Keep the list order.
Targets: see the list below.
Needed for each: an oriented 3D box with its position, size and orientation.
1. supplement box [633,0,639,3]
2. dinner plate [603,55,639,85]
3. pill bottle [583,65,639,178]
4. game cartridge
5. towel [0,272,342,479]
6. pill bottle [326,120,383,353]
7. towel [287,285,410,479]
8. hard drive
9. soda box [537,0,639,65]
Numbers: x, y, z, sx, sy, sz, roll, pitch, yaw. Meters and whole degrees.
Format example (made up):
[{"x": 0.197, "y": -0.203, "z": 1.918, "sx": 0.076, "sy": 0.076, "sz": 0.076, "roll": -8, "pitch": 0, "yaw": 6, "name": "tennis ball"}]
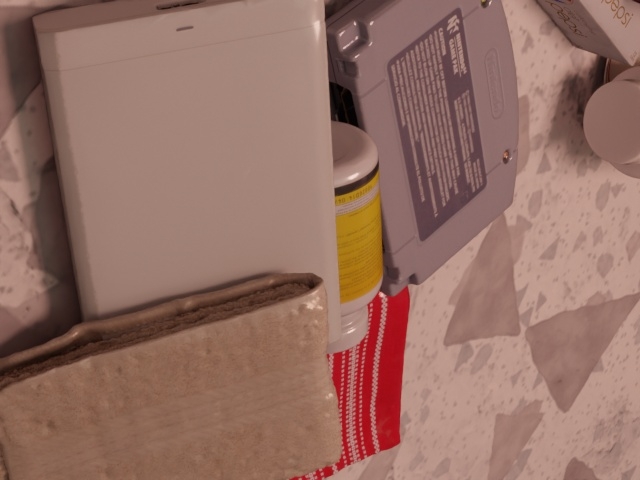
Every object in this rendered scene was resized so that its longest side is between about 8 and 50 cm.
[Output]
[{"x": 0.371, "y": -0.300, "z": 1.446, "sx": 0.104, "sy": 0.081, "sz": 0.188, "roll": -8, "pitch": 118, "yaw": -53, "name": "supplement box"}, {"x": 0.338, "y": -0.196, "z": 1.644, "sx": 0.141, "sy": 0.017, "sz": 0.141, "roll": -26, "pitch": 128, "yaw": -38, "name": "dinner plate"}, {"x": 0.365, "y": -0.123, "z": 1.609, "sx": 0.215, "sy": 0.117, "sz": 0.117, "roll": -5, "pitch": 115, "yaw": -47, "name": "pill bottle"}, {"x": 0.096, "y": -0.113, "z": 1.384, "sx": 0.196, "sy": 0.060, "sz": 0.294, "roll": -36, "pitch": 134, "yaw": -26, "name": "game cartridge"}, {"x": -0.122, "y": 0.137, "z": 1.202, "sx": 0.282, "sy": 0.049, "sz": 0.187, "roll": -15, "pitch": 127, "yaw": -12, "name": "towel"}, {"x": 0.000, "y": 0.000, "z": 1.297, "sx": 0.103, "sy": 0.103, "sz": 0.184, "roll": -30, "pitch": 131, "yaw": -35, "name": "pill bottle"}, {"x": -0.020, "y": 0.154, "z": 1.424, "sx": 0.275, "sy": 0.031, "sz": 0.198, "roll": -21, "pitch": 125, "yaw": -40, "name": "towel"}, {"x": -0.090, "y": -0.038, "z": 1.158, "sx": 0.203, "sy": 0.040, "sz": 0.307, "roll": -12, "pitch": 123, "yaw": -12, "name": "hard drive"}, {"x": 0.243, "y": -0.248, "z": 1.458, "sx": 0.216, "sy": 0.074, "sz": 0.069, "roll": 34, "pitch": 84, "yaw": -52, "name": "soda box"}]
